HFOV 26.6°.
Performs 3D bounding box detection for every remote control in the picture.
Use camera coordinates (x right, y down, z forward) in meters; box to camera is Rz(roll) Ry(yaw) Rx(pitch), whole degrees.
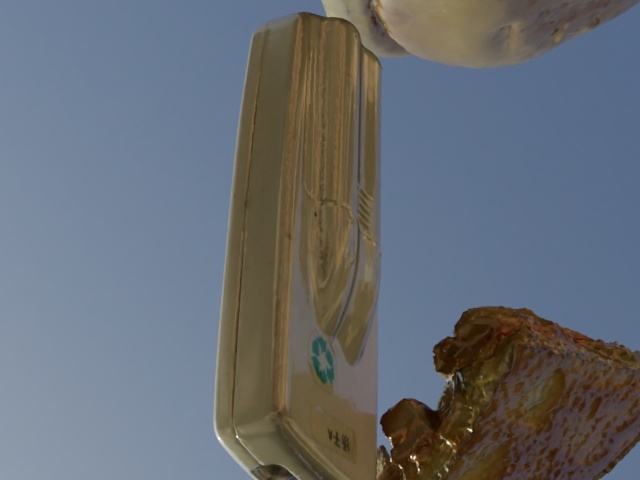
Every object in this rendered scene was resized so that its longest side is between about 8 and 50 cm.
[{"bbox_3d":[-0.001,0.000,0.589,0.049,0.090,0.230,-15,-129,23],"label":"remote control"}]

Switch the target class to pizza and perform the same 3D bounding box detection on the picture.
[{"bbox_3d":[0.084,0.077,0.592,0.175,0.134,0.046,-22,-138,-23],"label":"pizza"}]

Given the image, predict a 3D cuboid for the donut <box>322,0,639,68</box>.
[{"bbox_3d":[0.154,-0.280,0.835,0.449,0.449,0.198,-40,-107,-1],"label":"donut"}]
